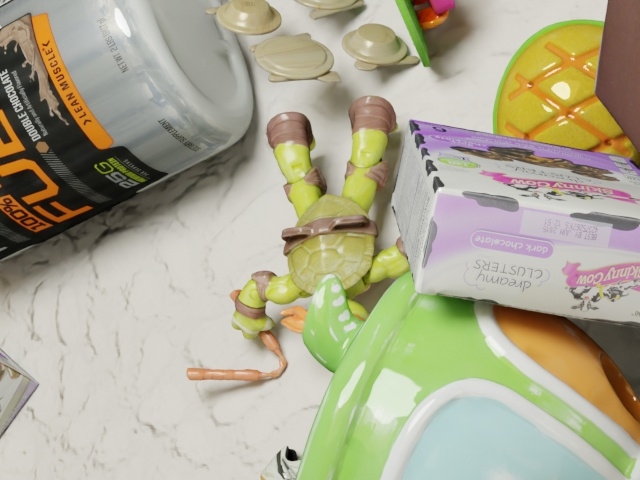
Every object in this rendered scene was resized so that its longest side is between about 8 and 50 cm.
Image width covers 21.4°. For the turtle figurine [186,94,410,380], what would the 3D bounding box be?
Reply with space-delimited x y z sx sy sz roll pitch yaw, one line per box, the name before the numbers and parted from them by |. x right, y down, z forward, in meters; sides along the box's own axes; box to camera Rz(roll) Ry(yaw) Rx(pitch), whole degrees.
turtle figurine | 0.000 0.000 1.322 0.269 0.087 0.217 -19 58 24

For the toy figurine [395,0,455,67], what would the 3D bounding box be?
toy figurine | 0.126 -0.239 1.371 0.159 0.130 0.173 -24 30 5

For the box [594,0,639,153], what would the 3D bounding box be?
box | 0.336 -0.044 1.028 0.191 0.143 0.381 -13 47 -14

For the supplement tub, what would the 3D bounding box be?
supplement tub | -0.246 -0.110 1.459 0.338 0.207 0.207 -26 55 20

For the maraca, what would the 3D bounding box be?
maraca | 0.186 -0.069 1.235 0.127 0.099 0.186 4 91 21

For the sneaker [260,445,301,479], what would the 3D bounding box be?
sneaker | -0.010 0.182 1.271 0.083 0.032 0.037 30 85 38

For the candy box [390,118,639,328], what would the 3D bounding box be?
candy box | 0.138 -0.013 1.098 0.196 0.164 0.070 -99 19 -74

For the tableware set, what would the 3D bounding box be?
tableware set | -0.009 -0.176 1.408 0.141 0.020 0.169 -14 41 -26

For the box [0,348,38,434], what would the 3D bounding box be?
box | -0.371 0.226 1.459 0.067 0.063 0.324 33 86 41

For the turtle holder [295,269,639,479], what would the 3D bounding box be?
turtle holder | 0.083 0.184 1.082 0.227 0.243 0.320 19 68 20
